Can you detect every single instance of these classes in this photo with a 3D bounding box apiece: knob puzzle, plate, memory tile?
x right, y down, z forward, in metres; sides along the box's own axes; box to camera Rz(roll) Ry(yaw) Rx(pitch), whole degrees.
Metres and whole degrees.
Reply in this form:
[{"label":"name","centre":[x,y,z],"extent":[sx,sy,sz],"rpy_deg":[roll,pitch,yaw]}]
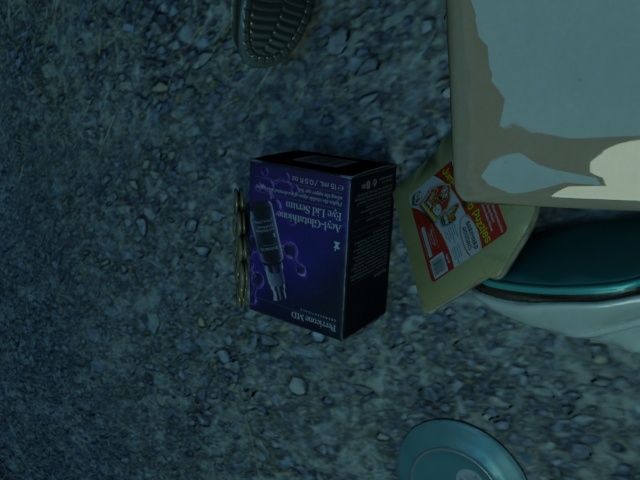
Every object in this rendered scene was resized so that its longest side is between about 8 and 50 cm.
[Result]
[{"label":"knob puzzle","centre":[0.166,-0.039,0.664],"extent":[0.213,0.030,0.213],"rpy_deg":[-30,51,45]},{"label":"plate","centre":[0.177,0.322,0.809],"extent":[0.188,0.024,0.188],"rpy_deg":[11,110,35]},{"label":"memory tile","centre":[-0.112,0.012,0.871],"extent":[0.113,0.012,0.148],"rpy_deg":[112,155,-63]}]

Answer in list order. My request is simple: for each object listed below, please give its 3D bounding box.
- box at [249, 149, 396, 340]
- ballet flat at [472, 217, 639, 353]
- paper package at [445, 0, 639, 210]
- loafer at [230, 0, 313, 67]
[{"label":"box","centre":[0.000,0.000,0.793],"extent":[0.153,0.108,0.207],"rpy_deg":[13,110,33]},{"label":"ballet flat","centre":[0.332,0.038,0.559],"extent":[0.400,0.139,0.139],"rpy_deg":[-19,92,38]},{"label":"paper package","centre":[0.239,-0.190,0.380],"extent":[0.309,0.168,0.324],"rpy_deg":[6,112,30]},{"label":"loafer","centre":[-0.061,-0.339,0.765],"extent":[0.087,0.094,0.251],"rpy_deg":[31,113,54]}]
